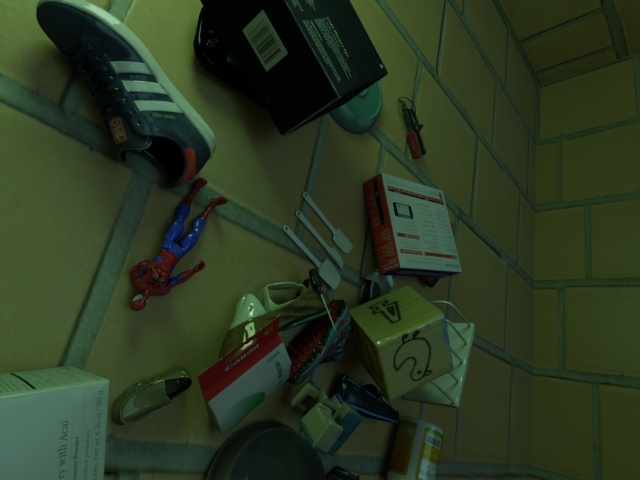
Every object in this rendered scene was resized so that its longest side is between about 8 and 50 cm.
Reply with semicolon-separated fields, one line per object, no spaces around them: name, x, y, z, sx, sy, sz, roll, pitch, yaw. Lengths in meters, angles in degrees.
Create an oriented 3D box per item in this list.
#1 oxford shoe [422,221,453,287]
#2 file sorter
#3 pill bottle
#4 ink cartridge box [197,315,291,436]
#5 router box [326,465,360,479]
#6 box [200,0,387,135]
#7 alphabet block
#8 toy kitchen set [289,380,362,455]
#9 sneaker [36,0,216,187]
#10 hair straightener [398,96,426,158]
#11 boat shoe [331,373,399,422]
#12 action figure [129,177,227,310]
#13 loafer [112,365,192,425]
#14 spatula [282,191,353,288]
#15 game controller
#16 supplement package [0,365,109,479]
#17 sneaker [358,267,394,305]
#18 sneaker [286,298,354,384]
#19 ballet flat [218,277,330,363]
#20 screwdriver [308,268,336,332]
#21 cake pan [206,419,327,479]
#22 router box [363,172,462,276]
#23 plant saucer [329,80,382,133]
oxford shoe;0.430;0.047;1.527;0.272;0.096;0.098;-60;143;-26
file sorter;0.341;0.346;1.302;0.173;0.192;0.278;46;54;-29
pill bottle;0.274;0.667;1.220;0.136;0.136;0.246;44;55;-34
ink cartridge box;-0.134;0.261;0.783;0.181;0.225;0.056;-34;65;-31
router box;0.024;0.757;0.978;0.242;0.080;0.309;-19;98;-47
box;-0.042;-0.466;0.950;0.344;0.178;0.312;59;39;-11
alphabet block;0.209;0.265;1.102;0.197;0.193;0.193;-21;111;-12
toy kitchen set;0.018;0.442;0.931;0.122;0.166;0.207;-49;120;-2
sneaker;-0.333;-0.231;0.701;0.350;0.131;0.148;45;50;-34
hair straightener;0.341;-0.422;1.526;0.089;0.047;0.231;-34;104;-44
boat shoe;0.141;0.439;1.135;0.258;0.108;0.089;40;54;-39
action figure;-0.251;0.005;0.758;0.091;0.139;0.281;44;57;-32
loafer;-0.293;0.272;0.731;0.148;0.050;0.056;-30;106;-45
spatula;0.000;0.000;1.109;0.242;0.019;0.168;49;53;-31
game controller;-0.152;-0.406;0.970;0.319;0.067;0.167;23;68;-44
supplement package;-0.437;0.264;0.485;0.292;0.175;0.178;7;80;-46
sneaker;0.173;0.205;1.230;0.132;0.086;0.229;-14;85;-42
sneaker;0.014;0.269;1.024;0.262;0.104;0.125;-46;119;-40
ballet flat;-0.109;0.163;0.915;0.342;0.116;0.124;-21;79;-47
screwdriver;0.009;0.136;0.958;0.024;0.025;0.170;14;38;-43
cake pan;-0.095;0.525;0.841;0.293;0.054;0.294;22;53;-33
router box;0.302;-0.038;1.327;0.335;0.082;0.302;8;67;-40
plant saucer;0.103;-0.493;1.275;0.317;0.043;0.318;10;77;-46
